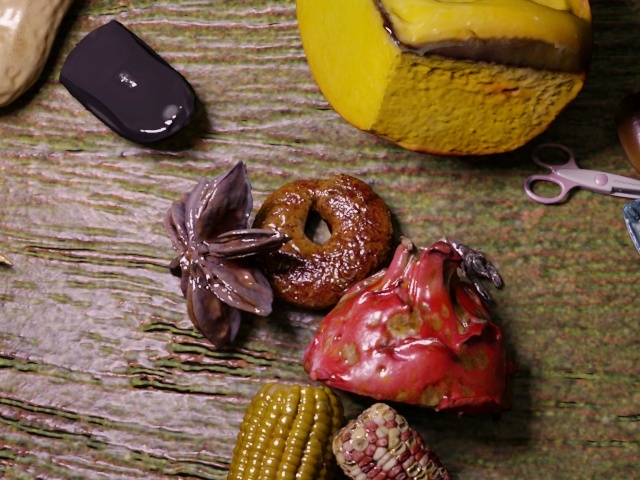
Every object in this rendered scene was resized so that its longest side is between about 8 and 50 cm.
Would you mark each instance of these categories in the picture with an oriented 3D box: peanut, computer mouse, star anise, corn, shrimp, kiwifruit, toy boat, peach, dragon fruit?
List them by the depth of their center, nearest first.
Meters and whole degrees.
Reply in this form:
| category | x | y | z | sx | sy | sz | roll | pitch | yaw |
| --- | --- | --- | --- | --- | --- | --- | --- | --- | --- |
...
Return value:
| category | x | y | z | sx | sy | sz | roll | pitch | yaw |
| --- | --- | --- | --- | --- | --- | --- | --- | --- | --- |
| corn | 0.124 | 0.314 | 1.473 | 0.098 | 0.098 | 0.290 | -38 | 91 | -6 |
| corn | -0.058 | 0.335 | 1.499 | 0.131 | 0.131 | 0.344 | 10 | 74 | 8 |
| dragon fruit | 0.113 | 0.095 | 1.523 | 0.262 | 0.134 | 0.211 | 6 | 86 | 3 |
| toy boat | 0.422 | 0.006 | 1.585 | 0.059 | 0.066 | 0.140 | -25 | 73 | -6 |
| star anise | -0.125 | 0.009 | 1.599 | 0.236 | 0.093 | 0.229 | 39 | 118 | 45 |
| peach | 0.156 | -0.266 | 1.608 | 0.306 | 0.242 | 0.380 | -18 | 57 | -22 |
| shrimp | 0.196 | 0.033 | 1.620 | 0.038 | 0.029 | 0.092 | -29 | 78 | -12 |
| kiwifruit | 0.415 | -0.128 | 1.624 | 0.075 | 0.075 | 0.124 | -23 | 68 | -2 |
| computer mouse | -0.248 | -0.201 | 1.710 | 0.217 | 0.073 | 0.122 | 41 | 78 | 22 |
| peanut | -0.404 | -0.321 | 1.724 | 0.147 | 0.147 | 0.319 | 21 | 76 | 11 |

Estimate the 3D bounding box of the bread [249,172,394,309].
| category | x | y | z | sx | sy | sz | roll | pitch | yaw |
| --- | --- | --- | --- | --- | --- | --- | --- | --- | --- |
| bread | 0.000 | 0.000 | 1.631 | 0.193 | 0.064 | 0.193 | -2 | 69 | 6 |

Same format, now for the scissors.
| category | x | y | z | sx | sy | sz | roll | pitch | yaw |
| --- | --- | --- | --- | --- | --- | --- | --- | --- | --- |
| scissors | 0.350 | -0.074 | 1.639 | 0.176 | 0.022 | 0.085 | 12 | 71 | 13 |

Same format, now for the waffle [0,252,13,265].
| category | x | y | z | sx | sy | sz | roll | pitch | yaw |
| --- | --- | --- | --- | --- | --- | --- | --- | --- | --- |
| waffle | -0.507 | 0.017 | 1.688 | 0.191 | 0.032 | 0.125 | 41 | 79 | 17 |
